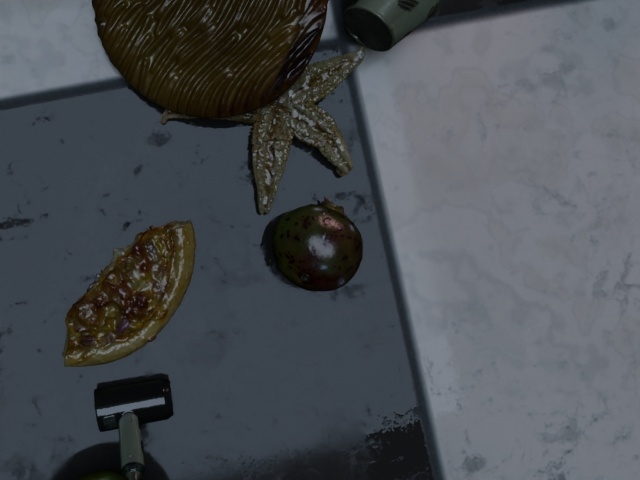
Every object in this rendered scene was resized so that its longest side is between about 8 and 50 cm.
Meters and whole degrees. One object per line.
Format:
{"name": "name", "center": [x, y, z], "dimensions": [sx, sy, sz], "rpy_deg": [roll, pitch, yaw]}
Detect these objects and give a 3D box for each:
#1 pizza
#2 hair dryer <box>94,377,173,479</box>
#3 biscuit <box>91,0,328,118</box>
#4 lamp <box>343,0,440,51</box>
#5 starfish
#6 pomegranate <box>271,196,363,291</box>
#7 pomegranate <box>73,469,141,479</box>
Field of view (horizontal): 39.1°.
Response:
{"name": "pizza", "center": [-0.249, 0.073, 1.186], "dimensions": [0.246, 0.058, 0.127], "rpy_deg": [-39, 95, -11]}
{"name": "hair dryer", "center": [-0.231, 0.254, 1.129], "dimensions": [0.101, 0.197, 0.057], "rpy_deg": [-8, 126, -9]}
{"name": "biscuit", "center": [-0.146, -0.317, 1.171], "dimensions": [0.318, 0.040, 0.317], "rpy_deg": [1, 97, 7]}
{"name": "lamp", "center": [0.119, -0.361, 1.234], "dimensions": [0.121, 0.121, 0.214], "rpy_deg": [36, 71, -8]}
{"name": "starfish", "center": [-0.062, -0.158, 1.229], "dimensions": [0.295, 0.048, 0.231], "rpy_deg": [-16, 92, -7]}
{"name": "pomegranate", "center": [-0.001, 0.004, 1.202], "dimensions": [0.130, 0.130, 0.130], "rpy_deg": [0, 89, -10]}
{"name": "pomegranate", "center": [-0.266, 0.396, 1.138], "dimensions": [0.190, 0.159, 0.240], "rpy_deg": [-12, 119, -2]}
